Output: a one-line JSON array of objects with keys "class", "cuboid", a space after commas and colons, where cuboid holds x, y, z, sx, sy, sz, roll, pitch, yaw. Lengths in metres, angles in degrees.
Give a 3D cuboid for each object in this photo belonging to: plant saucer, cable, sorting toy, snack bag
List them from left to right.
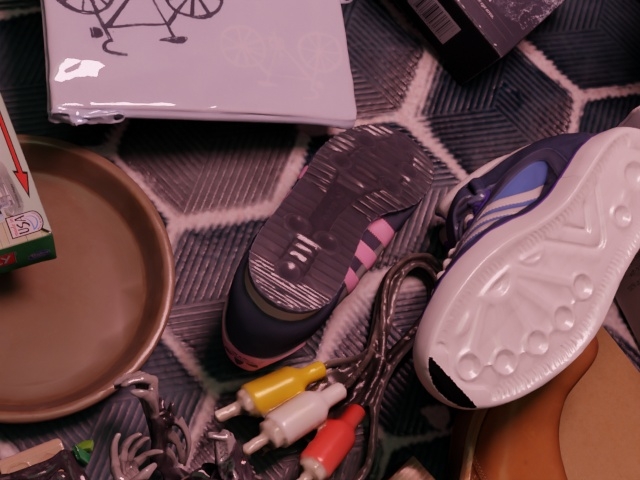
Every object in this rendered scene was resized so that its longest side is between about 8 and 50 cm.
[{"class": "plant saucer", "cuboid": [-0.272, 0.034, 1.163, 0.278, 0.041, 0.277, 5, 67, -11]}, {"class": "sorting toy", "cuboid": [-0.230, 0.205, 1.114, 0.083, 0.012, 0.062, -20, 75, -20]}, {"class": "snack bag", "cuboid": [-0.122, -0.260, 1.260, 0.323, 0.037, 0.342, -1, 70, -25]}, {"class": "cable", "cuboid": [0.044, 0.124, 1.179, 0.139, 0.072, 0.287, 45, 65, 9]}]

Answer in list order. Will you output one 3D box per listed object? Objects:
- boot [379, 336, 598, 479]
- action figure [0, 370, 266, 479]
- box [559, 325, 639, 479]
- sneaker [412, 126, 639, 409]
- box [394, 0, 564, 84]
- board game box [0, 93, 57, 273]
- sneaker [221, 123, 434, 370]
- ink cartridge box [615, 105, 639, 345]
[{"class": "boot", "cuboid": [0.199, 0.228, 1.140, 0.283, 0.109, 0.220, -43, 86, -16]}, {"class": "action figure", "cuboid": [-0.153, 0.193, 1.046, 0.276, 0.164, 0.140, -3, 104, -11]}, {"class": "box", "cuboid": [0.268, 0.197, 1.228, 0.164, 0.021, 0.201, -32, 77, -23]}, {"class": "sneaker", "cuboid": [0.158, 0.028, 1.171, 0.130, 0.236, 0.323, 48, 68, -13]}, {"class": "box", "cuboid": [0.169, -0.280, 1.354, 0.158, 0.093, 0.156, -43, 95, -24]}, {"class": "board game box", "cuboid": [-0.387, -0.090, 1.149, 0.214, 0.046, 0.317, -18, 62, -17]}, {"class": "sneaker", "cuboid": [0.000, 0.000, 1.212, 0.112, 0.131, 0.319, 38, 42, 7]}, {"class": "ink cartridge box", "cuboid": [0.370, 0.014, 1.233, 0.114, 0.197, 0.272, -18, 73, -20]}]
